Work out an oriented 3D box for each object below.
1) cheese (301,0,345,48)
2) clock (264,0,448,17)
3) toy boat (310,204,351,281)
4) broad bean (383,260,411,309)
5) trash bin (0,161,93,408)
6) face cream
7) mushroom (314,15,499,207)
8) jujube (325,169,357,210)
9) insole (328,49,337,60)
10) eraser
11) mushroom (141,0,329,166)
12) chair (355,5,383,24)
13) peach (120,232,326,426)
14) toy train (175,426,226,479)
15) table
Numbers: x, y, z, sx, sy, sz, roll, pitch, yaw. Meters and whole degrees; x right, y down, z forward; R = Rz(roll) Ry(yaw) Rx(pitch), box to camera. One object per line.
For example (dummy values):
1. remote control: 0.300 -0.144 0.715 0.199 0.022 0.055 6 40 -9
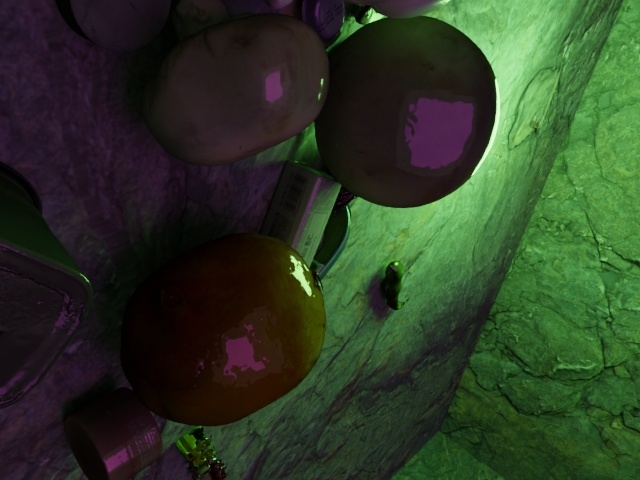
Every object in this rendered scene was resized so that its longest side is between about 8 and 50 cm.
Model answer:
1. cheese: -0.001 -0.414 0.906 0.105 0.042 0.190 -49 147 -18
2. clock: 0.056 -0.479 0.710 0.377 0.251 0.368 -24 117 -20
3. toy boat: 0.000 0.000 1.218 0.215 0.088 0.102 -55 145 -4
4. broad bean: 0.239 0.148 1.717 0.098 0.056 0.318 -57 155 -15
5. trash bin: -0.382 0.032 0.554 0.219 0.250 0.219 -57 142 -3
6. face cream: -0.363 0.348 0.943 0.104 0.149 0.149 -26 136 -44
7. mushroom: 0.158 -0.246 1.049 0.363 0.294 0.362 -5 109 -14
8. jujube: 0.052 -0.130 1.183 0.166 0.104 0.104 -47 149 5
9. insole: 0.023 -0.330 1.041 0.192 0.010 0.063 -44 147 -25
10. eraser: -0.079 0.038 1.127 0.096 0.098 0.403 -2 118 -55
11. mushroom: -0.128 -0.234 0.746 0.260 0.254 0.234 -25 92 -31
12. chair: 0.203 -0.523 0.944 0.175 0.183 0.326 -52 161 -68
13. peach: -0.162 0.153 0.917 0.373 0.289 0.372 -27 167 -7
14. toy train: -0.286 0.539 1.312 0.085 0.053 0.249 -32 141 -24
15. table: -0.250 -0.301 0.651 0.133 0.043 0.133 -34 141 -34
